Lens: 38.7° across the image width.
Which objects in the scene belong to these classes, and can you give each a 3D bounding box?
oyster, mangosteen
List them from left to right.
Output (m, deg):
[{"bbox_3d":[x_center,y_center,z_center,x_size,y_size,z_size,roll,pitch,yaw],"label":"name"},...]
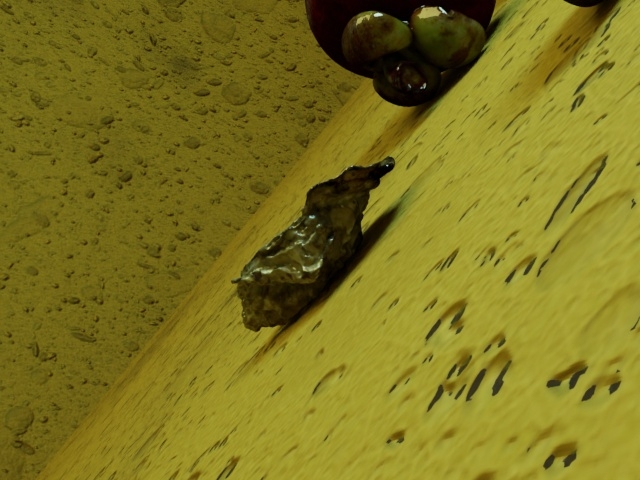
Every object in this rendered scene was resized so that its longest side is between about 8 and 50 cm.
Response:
[{"bbox_3d":[-0.004,0.005,0.687,0.177,0.056,0.105,-47,-5,14],"label":"oyster"},{"bbox_3d":[0.091,-0.250,0.982,0.215,0.215,0.257,-44,39,35],"label":"mangosteen"}]

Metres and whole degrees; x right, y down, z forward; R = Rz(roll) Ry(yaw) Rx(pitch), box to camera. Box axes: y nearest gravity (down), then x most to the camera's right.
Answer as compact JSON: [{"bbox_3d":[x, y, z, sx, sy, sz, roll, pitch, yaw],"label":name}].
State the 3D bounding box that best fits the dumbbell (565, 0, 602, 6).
[{"bbox_3d":[0.193,-0.259,0.537,0.225,0.140,0.124,-43,27,35],"label":"dumbbell"}]
